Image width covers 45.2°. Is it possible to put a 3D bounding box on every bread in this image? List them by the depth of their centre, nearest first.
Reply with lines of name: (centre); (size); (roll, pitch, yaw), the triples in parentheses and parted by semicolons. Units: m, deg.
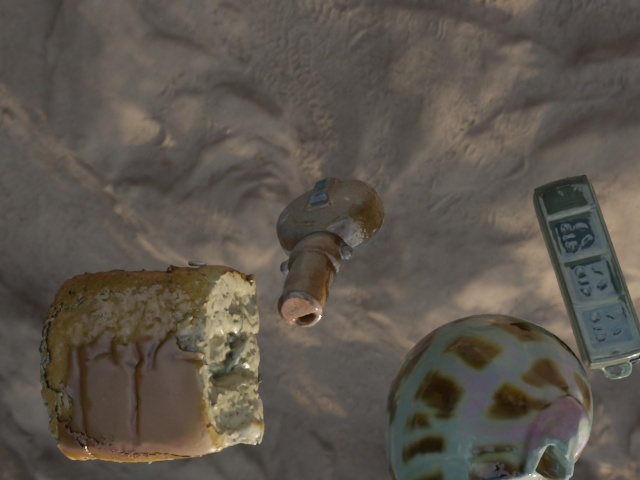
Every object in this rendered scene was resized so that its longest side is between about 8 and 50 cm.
bread: (-0.067, 0.052, 0.329); (0.070, 0.083, 0.076); (-9, 168, 24)

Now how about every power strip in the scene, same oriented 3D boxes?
power strip: (0.340, 0.040, 0.980); (0.078, 0.272, 0.052); (-15, 160, 11)

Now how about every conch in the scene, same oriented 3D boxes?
conch: (0.162, 0.189, 0.831); (0.249, 0.197, 0.368); (-14, 156, -19)

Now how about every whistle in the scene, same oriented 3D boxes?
whistle: (0.000, 0.000, 0.712); (0.107, 0.220, 0.057); (-14, 118, 20)

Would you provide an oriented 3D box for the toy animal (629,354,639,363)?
toy animal: (0.408, 0.123, 0.718); (0.220, 0.108, 0.062); (3, 101, 18)
